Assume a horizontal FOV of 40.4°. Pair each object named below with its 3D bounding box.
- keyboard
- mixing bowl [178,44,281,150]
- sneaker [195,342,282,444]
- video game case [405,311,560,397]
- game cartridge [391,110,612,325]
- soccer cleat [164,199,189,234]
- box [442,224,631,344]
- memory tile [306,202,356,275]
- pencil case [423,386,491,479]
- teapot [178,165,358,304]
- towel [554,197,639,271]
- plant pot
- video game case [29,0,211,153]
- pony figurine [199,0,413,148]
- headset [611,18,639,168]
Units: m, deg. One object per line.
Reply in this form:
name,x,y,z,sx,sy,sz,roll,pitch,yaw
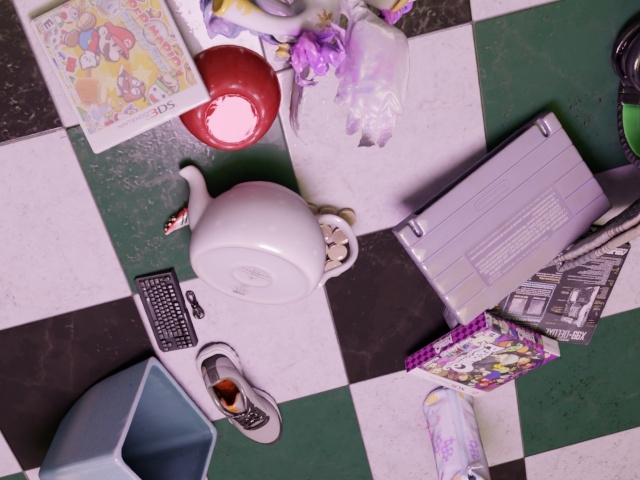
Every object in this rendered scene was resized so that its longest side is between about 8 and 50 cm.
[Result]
keyboard,-0.279,0.135,1.660,0.108,0.023,0.180,-14,123,-2
mixing bowl,-0.148,-0.217,1.428,0.181,0.098,0.182,-5,122,-8
sneaker,-0.162,0.331,1.749,0.100,0.108,0.272,-29,122,6
video game case,0.323,0.235,1.751,0.210,0.042,0.232,23,137,-31
game cartridge,0.331,-0.037,1.569,0.355,0.068,0.230,-38,108,-4
soccer cleat,-0.246,-0.036,1.559,0.035,0.029,0.083,40,103,-23
box,0.422,0.078,1.716,0.307,0.076,0.243,6,120,-13
memory tile,0.000,0.000,1.633,0.113,0.012,0.148,7,120,-14
pencil case,0.282,0.430,1.790,0.113,0.273,0.124,-14,126,7
teapot,-0.095,-0.015,1.515,0.252,0.187,0.256,-5,145,25
towel,0.585,-0.070,1.499,0.312,0.324,0.056,-28,83,-24
plant pot,-0.390,0.419,1.692,0.252,0.248,0.247,-19,124,23
video game case,-0.310,-0.279,1.351,0.206,0.026,0.227,-24,98,7
pony figurine,0.001,-0.331,1.289,0.363,0.302,0.351,17,91,-37
headset,0.614,-0.306,1.437,0.185,0.243,0.394,3,100,-13
